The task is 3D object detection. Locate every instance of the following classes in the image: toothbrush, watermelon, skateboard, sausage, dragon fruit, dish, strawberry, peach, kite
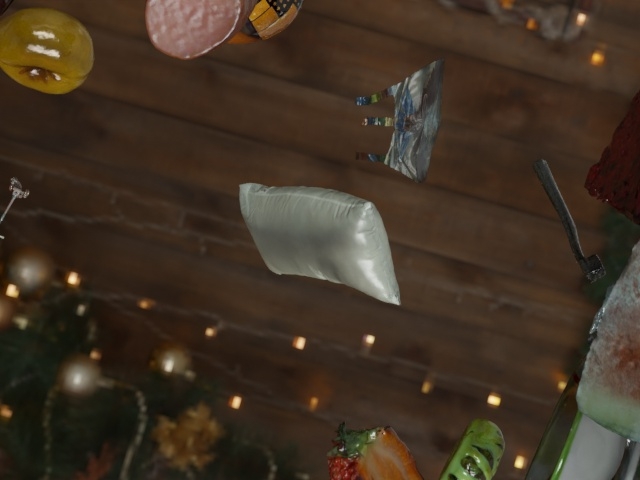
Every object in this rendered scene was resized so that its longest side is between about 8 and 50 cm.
[{"bbox_3d":[0.373,-0.037,2.035,0.030,0.030,0.297,57,12,-37],"label":"toothbrush"},{"bbox_3d":[0.384,0.063,1.258,0.387,0.228,0.258,166,-84,-67],"label":"watermelon"},{"bbox_3d":[-0.451,-0.048,1.920,0.064,0.032,0.083,110,5,-76],"label":"skateboard"},{"bbox_3d":[-0.117,-0.274,1.430,0.259,0.113,0.114,-81,-175,-65],"label":"sausage"},{"bbox_3d":[0.425,-0.063,1.628,0.240,0.302,0.330,-28,-172,29],"label":"dragon fruit"},{"bbox_3d":[0.360,0.319,1.813,0.324,0.124,0.324,23,90,-84],"label":"dish"},{"bbox_3d":[0.074,0.333,1.872,0.085,0.192,0.140,-25,-120,34],"label":"strawberry"},{"bbox_3d":[-0.462,-0.315,2.230,0.179,0.179,0.103,103,-6,-66],"label":"peach"},{"bbox_3d":[0.103,-0.156,1.917,0.310,0.015,0.169,172,-75,-70],"label":"kite"}]

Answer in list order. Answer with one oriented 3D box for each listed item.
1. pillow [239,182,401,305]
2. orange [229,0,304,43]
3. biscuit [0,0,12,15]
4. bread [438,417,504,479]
[{"bbox_3d":[0.001,0.001,1.672,0.078,0.254,0.144,-31,116,-33],"label":"pillow"},{"bbox_3d":[-0.129,-0.397,1.979,0.182,0.234,0.234,-51,-163,50],"label":"orange"},{"bbox_3d":[-0.527,-0.386,1.534,0.407,0.407,0.091,104,12,-62],"label":"biscuit"},{"bbox_3d":[0.228,0.337,2.016,0.130,0.071,0.139,-58,177,28],"label":"bread"}]
